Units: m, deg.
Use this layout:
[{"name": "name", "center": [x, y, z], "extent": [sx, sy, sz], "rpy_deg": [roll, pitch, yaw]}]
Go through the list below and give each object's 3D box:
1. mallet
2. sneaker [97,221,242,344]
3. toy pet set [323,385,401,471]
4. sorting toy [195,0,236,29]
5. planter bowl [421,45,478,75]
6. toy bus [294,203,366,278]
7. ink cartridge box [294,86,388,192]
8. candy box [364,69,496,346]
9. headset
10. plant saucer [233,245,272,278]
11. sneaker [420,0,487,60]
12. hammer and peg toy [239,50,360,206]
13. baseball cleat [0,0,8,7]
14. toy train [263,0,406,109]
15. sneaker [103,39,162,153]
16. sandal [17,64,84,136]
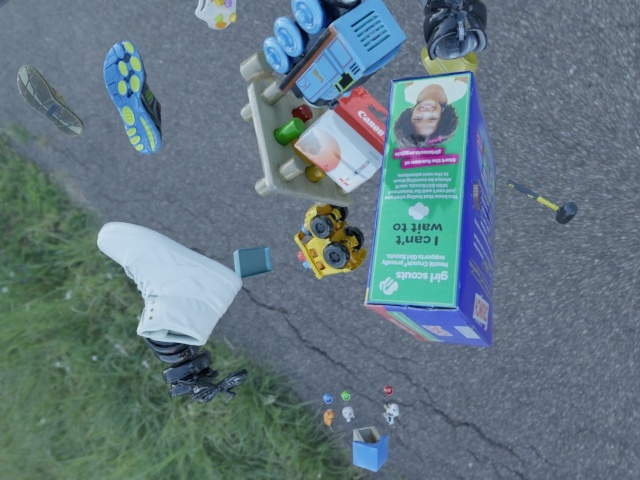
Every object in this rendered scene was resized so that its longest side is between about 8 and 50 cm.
[{"name": "mallet", "center": [0.576, -0.111, 1.385], "extent": [0.189, 0.039, 0.062], "rpy_deg": [35, 157, 7]}, {"name": "sneaker", "center": [-0.311, 0.084, 0.973], "extent": [0.292, 0.169, 0.108], "rpy_deg": [22, 148, 7]}, {"name": "toy pet set", "center": [0.072, 0.309, 0.867], "extent": [0.065, 0.122, 0.114], "rpy_deg": [-138, 45, -71]}, {"name": "sorting toy", "center": [-0.176, -0.390, 0.867], "extent": [0.044, 0.075, 0.083], "rpy_deg": [18, 113, 29]}, {"name": "planter bowl", "center": [0.432, -0.565, 1.691], "extent": [0.090, 0.217, 0.217], "rpy_deg": [-41, 68, 46]}, {"name": "toy bus", "center": [0.000, 0.000, 1.594], "extent": [0.211, 0.149, 0.220], "rpy_deg": [-21, 104, 36]}, {"name": "ink cartridge box", "center": [0.059, -0.179, 0.973], "extent": [0.145, 0.045, 0.179], "rpy_deg": [39, 142, -16]}, {"name": "candy box", "center": [0.175, -0.027, 0.759], "extent": [0.122, 0.268, 0.317], "rpy_deg": [-2, 70, 25]}, {"name": "headset", "center": [-0.307, 0.268, 1.288], "extent": [0.394, 0.185, 0.244], "rpy_deg": [37, 145, 62]}, {"name": "plant saucer", "center": [-0.158, 0.050, 1.249], "extent": [0.018, 0.192, 0.067], "rpy_deg": [-6, 90, 14]}, {"name": "sneaker", "center": [0.191, -0.354, 0.814], "extent": [0.101, 0.268, 0.153], "rpy_deg": [-8, 104, 11]}, {"name": "hammer and peg toy", "center": [-0.046, -0.257, 1.196], "extent": [0.127, 0.265, 0.362], "rpy_deg": [-27, 67, 37]}, {"name": "baseball cleat", "center": [-0.379, -0.295, 0.558], "extent": [0.109, 0.206, 0.072], "rpy_deg": [-2, 99, 11]}, {"name": "toy train", "center": [0.005, -0.200, 0.562], "extent": [0.105, 0.080, 0.184], "rpy_deg": [54, 158, -8]}, {"name": "sneaker", "center": [-0.318, -0.244, 0.917], "extent": [0.067, 0.078, 0.188], "rpy_deg": [-12, 114, -2]}, {"name": "sandal", "center": [-0.612, -0.316, 1.215], "extent": [0.072, 0.049, 0.180], "rpy_deg": [-34, 113, 18]}]
